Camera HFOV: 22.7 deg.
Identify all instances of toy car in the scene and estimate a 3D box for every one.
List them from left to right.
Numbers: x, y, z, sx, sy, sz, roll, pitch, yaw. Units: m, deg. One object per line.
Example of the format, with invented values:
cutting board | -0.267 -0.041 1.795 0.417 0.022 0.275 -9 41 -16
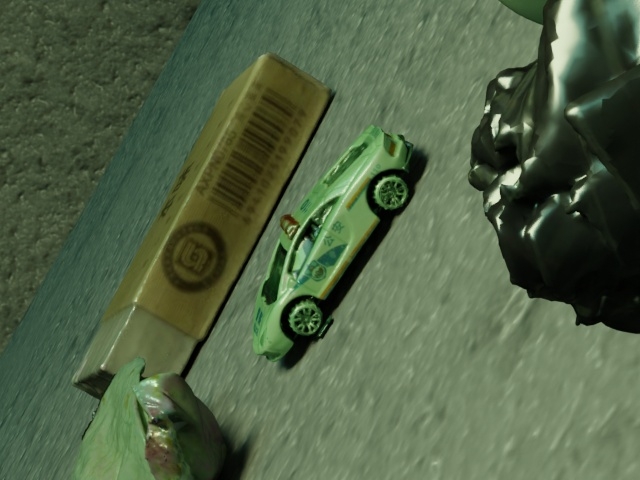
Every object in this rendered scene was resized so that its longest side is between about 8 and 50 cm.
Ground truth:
toy car | 0.000 0.000 1.117 0.186 0.058 0.093 -57 15 5

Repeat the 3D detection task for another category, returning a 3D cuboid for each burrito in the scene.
burrito | -0.125 0.161 1.150 0.229 0.089 0.144 177 110 -75

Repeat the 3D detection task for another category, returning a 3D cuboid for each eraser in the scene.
eraser | -0.113 -0.005 1.484 0.343 0.078 0.144 -63 13 -20

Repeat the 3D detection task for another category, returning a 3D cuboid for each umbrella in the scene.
umbrella | 0.195 -0.096 0.521 0.336 0.128 0.154 -44 43 22

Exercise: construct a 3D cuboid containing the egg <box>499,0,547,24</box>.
egg | 0.159 -0.207 0.771 0.231 0.168 0.168 -53 14 3
